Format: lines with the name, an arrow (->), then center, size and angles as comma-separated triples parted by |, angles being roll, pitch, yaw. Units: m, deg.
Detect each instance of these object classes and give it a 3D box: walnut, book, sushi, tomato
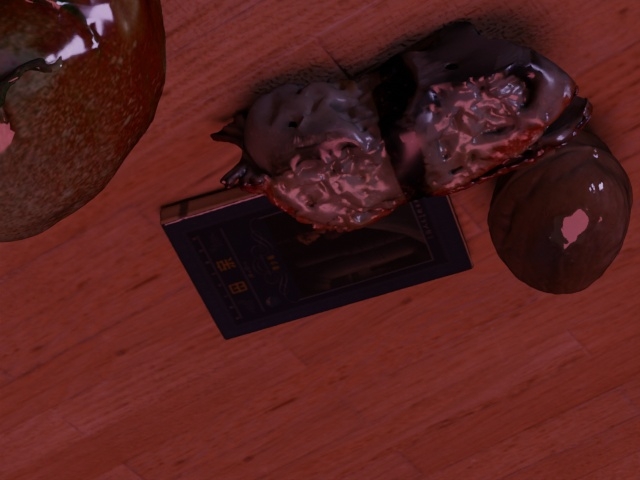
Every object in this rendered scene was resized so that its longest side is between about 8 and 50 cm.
walnut -> 0.225, -0.027, 1.662 | 0.140, 0.140, 0.162 | 13, 128, -21
book -> 0.000, 0.000, 1.735 | 0.269, 0.025, 0.191 | -16, 135, 7
sushi -> 0.069, -0.103, 1.575 | 0.332, 0.124, 0.130 | -20, 125, 10
tomato -> -0.263, -0.147, 1.394 | 0.304, 0.303, 0.239 | -13, 151, 5
